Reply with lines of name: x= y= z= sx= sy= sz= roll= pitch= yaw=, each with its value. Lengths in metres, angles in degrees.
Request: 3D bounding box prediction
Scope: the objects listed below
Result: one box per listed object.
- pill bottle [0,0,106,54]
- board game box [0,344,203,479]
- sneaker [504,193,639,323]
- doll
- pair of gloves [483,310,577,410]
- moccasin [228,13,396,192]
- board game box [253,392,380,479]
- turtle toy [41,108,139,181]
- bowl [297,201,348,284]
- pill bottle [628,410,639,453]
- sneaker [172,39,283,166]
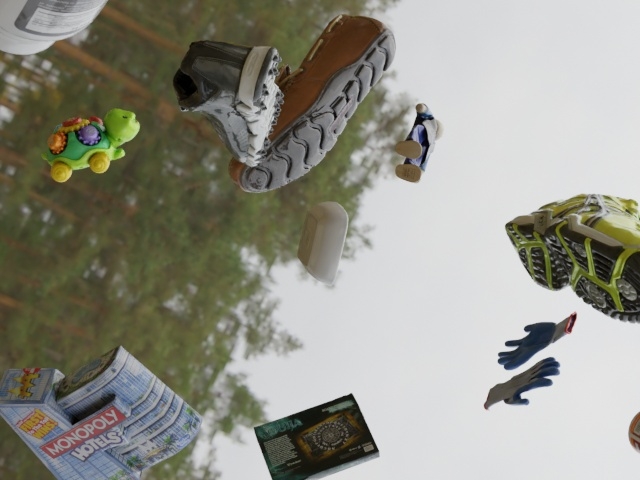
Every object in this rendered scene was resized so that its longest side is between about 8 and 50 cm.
pill bottle: x=-0.315 y=-0.343 z=1.304 sx=0.318 sy=0.176 sz=0.176 roll=-31 pitch=-142 yaw=54
board game box: x=-0.276 y=0.210 z=1.313 sx=0.194 sy=0.194 sz=0.060 roll=-30 pitch=-150 yaw=27
sneaker: x=0.373 y=-0.002 z=1.453 sx=0.147 sy=0.145 sz=0.384 roll=-32 pitch=-163 yaw=-6
doll: x=0.155 y=-0.148 z=1.734 sx=0.189 sy=0.046 sz=0.129 roll=-54 pitch=147 yaw=-61
pair of gloves: x=0.322 y=0.189 z=1.727 sx=0.159 sy=0.023 sz=0.198 roll=-35 pitch=-164 yaw=45
moccasin: x=-0.031 y=-0.235 z=1.834 sx=0.147 sy=0.139 sz=0.380 roll=26 pitch=-109 yaw=26
board game box: x=-0.008 y=0.344 z=1.896 sx=0.026 sy=0.186 sz=0.126 roll=84 pitch=-15 yaw=-51
turtle toy: x=-0.289 y=-0.125 z=1.400 sx=0.095 sy=0.130 sz=0.066 roll=-102 pitch=179 yaw=-69
bowl: x=0.000 y=0.000 z=2.033 sx=0.142 sy=0.053 sz=0.142 roll=-132 pitch=-125 yaw=-70
pill bottle: x=0.564 y=0.325 z=1.764 sx=0.086 sy=0.086 sz=0.152 roll=-63 pitch=-159 yaw=2
sneaker: x=-0.097 y=-0.146 z=1.142 sx=0.234 sy=0.106 sz=0.078 roll=98 pitch=10 yaw=-75
